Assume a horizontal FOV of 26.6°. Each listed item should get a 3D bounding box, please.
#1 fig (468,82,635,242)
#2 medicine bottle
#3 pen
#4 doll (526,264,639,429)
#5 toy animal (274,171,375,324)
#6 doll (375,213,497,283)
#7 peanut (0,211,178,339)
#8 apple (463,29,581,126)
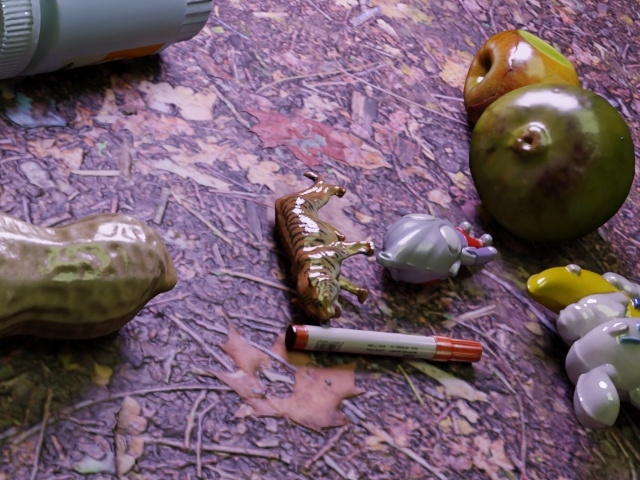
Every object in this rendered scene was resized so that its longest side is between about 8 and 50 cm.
[{"bbox_3d":[0.301,-0.092,1.721,0.203,0.203,0.225,52,17,25],"label":"fig"},{"bbox_3d":[-0.277,-0.275,1.526,0.318,0.158,0.158,-18,59,-46],"label":"medicine bottle"},{"bbox_3d":[0.071,0.111,1.439,0.239,0.028,0.028,7,43,-29],"label":"pen"},{"bbox_3d":[0.345,0.123,1.552,0.252,0.111,0.237,12,42,-39],"label":"doll"},{"bbox_3d":[0.000,0.000,1.489,0.099,0.057,0.241,9,41,-28],"label":"toy animal"},{"bbox_3d":[0.126,0.010,1.560,0.102,0.075,0.227,32,22,29],"label":"doll"},{"bbox_3d":[-0.260,0.029,1.223,0.298,0.120,0.136,-2,53,-40],"label":"peanut"},{"bbox_3d":[0.276,-0.199,1.844,0.147,0.146,0.163,22,22,-19],"label":"apple"}]
